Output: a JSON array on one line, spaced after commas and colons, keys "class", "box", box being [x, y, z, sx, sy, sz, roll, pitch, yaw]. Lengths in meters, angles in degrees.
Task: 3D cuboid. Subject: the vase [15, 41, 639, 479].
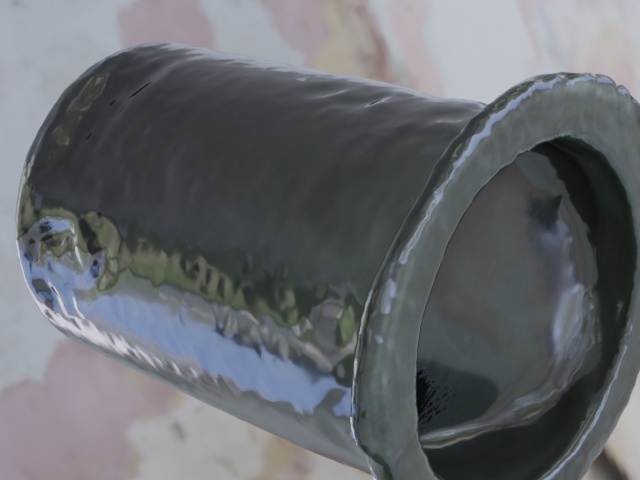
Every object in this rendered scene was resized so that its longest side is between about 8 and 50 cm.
[{"class": "vase", "box": [0.000, 0.000, 1.022, 0.291, 0.245, 0.245, 20, -147, 39]}]
